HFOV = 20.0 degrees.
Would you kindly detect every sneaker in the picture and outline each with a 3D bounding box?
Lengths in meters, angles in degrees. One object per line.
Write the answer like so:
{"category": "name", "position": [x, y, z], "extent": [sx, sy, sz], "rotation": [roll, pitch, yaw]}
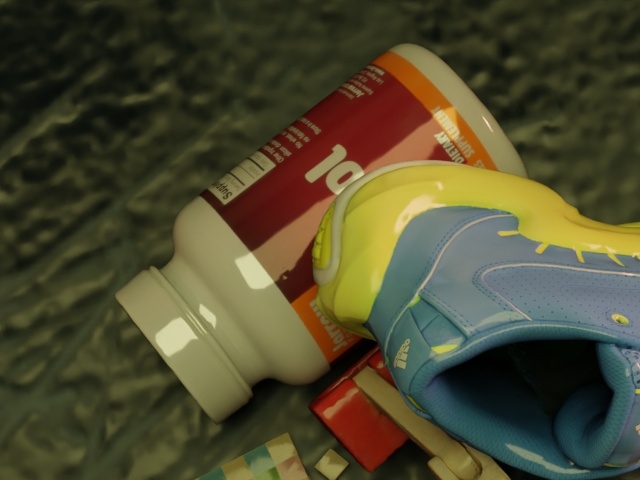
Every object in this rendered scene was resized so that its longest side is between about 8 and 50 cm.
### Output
{"category": "sneaker", "position": [0.117, 0.043, 0.629], "extent": [0.240, 0.091, 0.126], "rotation": [6, 32, -15]}

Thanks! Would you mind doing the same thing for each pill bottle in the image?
{"category": "pill bottle", "position": [0.000, 0.000, 0.699], "extent": [0.152, 0.086, 0.086], "rotation": [-38, 74, -6]}

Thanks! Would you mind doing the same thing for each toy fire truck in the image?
{"category": "toy fire truck", "position": [0.069, 0.105, 0.636], "extent": [0.047, 0.192, 0.135], "rotation": [-40, 103, -6]}

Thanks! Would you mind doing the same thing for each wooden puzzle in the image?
{"category": "wooden puzzle", "position": [-0.025, 0.109, 0.710], "extent": [0.083, 0.006, 0.049], "rotation": [-26, 73, -3]}
